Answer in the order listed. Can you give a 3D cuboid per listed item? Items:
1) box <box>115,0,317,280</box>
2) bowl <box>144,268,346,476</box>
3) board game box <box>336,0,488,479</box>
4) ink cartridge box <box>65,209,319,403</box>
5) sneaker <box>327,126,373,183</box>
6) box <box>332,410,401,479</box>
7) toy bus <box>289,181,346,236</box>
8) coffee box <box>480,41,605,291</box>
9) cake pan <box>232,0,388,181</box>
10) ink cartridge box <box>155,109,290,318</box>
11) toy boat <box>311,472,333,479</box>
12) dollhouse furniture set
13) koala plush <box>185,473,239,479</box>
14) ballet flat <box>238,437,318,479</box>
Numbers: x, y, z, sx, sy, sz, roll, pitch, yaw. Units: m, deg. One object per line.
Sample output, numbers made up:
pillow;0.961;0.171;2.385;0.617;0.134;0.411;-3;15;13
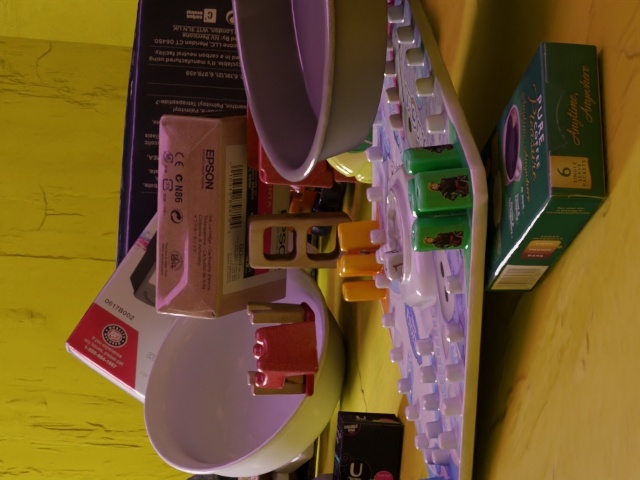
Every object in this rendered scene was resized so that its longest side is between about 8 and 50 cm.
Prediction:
box;-0.168;-0.095;2.714;0.480;0.297;0.471;131;141;-78
bowl;-0.072;0.184;2.170;0.298;0.134;0.298;-25;46;28
board game box;0.064;-0.005;1.422;0.390;0.050;0.390;-103;10;-51
ink cartridge box;-0.177;0.086;2.372;0.306;0.226;0.131;-56;-1;-10
sneaker;0.070;-0.193;1.720;0.123;0.109;0.295;-43;36;45
box;0.046;0.219;1.730;0.052;0.062;0.083;-128;43;-81
toy bus;-0.028;-0.134;2.260;0.220;0.149;0.211;105;180;-68
coffee box;0.148;-0.045;1.162;0.184;0.040;0.113;110;162;-66
cake pan;-0.012;-0.194;1.344;0.293;0.054;0.293;174;90;-74
ink cartridge box;-0.113;-0.035;2.041;0.193;0.088;0.234;-14;-73;-64
toy boat;-0.050;0.408;1.910;0.318;0.267;0.148;-55;13;-2
dollhouse furniture set;0.000;0.000;1.908;0.201;0.152;0.374;-127;37;-79
koala plush;-0.119;0.434;2.515;0.221;0.203;0.196;-157;70;-70
ballet flat;-0.048;0.314;2.286;0.123;0.123;0.348;128;143;-77
